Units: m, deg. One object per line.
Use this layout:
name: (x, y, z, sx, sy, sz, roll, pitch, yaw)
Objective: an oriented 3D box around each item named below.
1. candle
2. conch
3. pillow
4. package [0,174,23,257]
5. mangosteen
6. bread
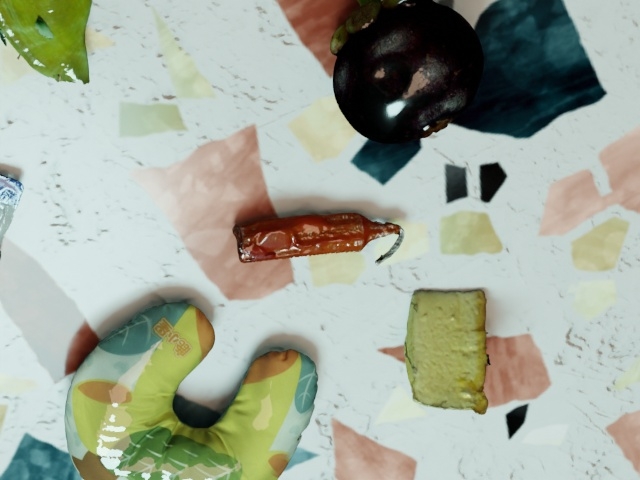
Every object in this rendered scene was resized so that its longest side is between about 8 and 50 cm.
candle: (0.000, 0.000, 1.627, 0.162, 0.048, 0.053, -5, 147, -8)
conch: (-0.237, -0.224, 1.466, 0.095, 0.079, 0.201, 12, 125, 6)
pillow: (-0.130, 0.169, 1.683, 0.233, 0.086, 0.214, 27, 99, -18)
package: (-0.374, -0.002, 1.580, 0.171, 0.027, 0.173, 15, 117, -16)
mangosteen: (0.069, -0.162, 1.521, 0.137, 0.137, 0.151, -27, 84, 6)
bread: (0.121, 0.107, 1.670, 0.084, 0.109, 0.080, 4, 120, -6)
